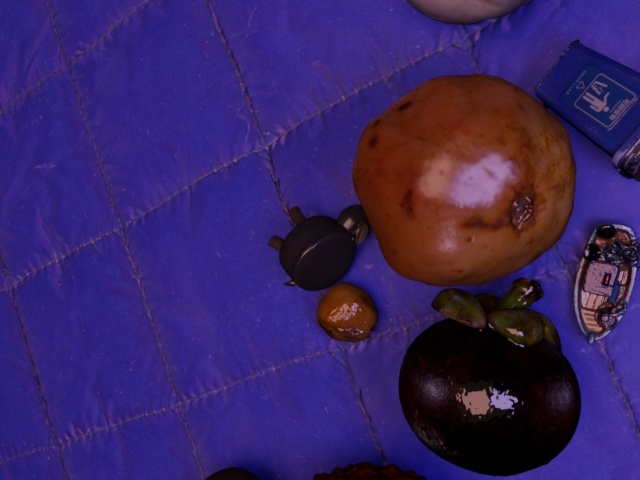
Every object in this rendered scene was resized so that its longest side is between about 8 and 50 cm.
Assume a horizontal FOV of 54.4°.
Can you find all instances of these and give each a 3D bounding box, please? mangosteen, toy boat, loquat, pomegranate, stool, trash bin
[{"bbox_3d":[0.297,0.253,1.109,0.330,0.330,0.330,1,93,26],"label":"mangosteen"},{"bbox_3d":[0.509,0.079,1.116,0.100,0.097,0.223,12,97,28],"label":"toy boat"},{"bbox_3d":[0.060,0.157,1.339,0.137,0.113,0.137,-1,79,4],"label":"loquat"},{"bbox_3d":[0.241,-0.112,1.105,0.410,0.410,0.410,1,93,26],"label":"pomegranate"},{"bbox_3d":[0.002,0.006,1.351,0.139,0.228,0.153,47,155,38],"label":"stool"},{"bbox_3d":[0.508,-0.225,1.076,0.234,0.184,0.162,46,110,29],"label":"trash bin"}]

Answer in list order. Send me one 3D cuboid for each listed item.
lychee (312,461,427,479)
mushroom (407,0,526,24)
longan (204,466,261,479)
[{"bbox_3d":[0.123,0.642,1.164,0.500,0.424,0.424,12,98,10],"label":"lychee"},{"bbox_3d":[0.281,-0.558,1.094,0.315,0.315,0.356,48,113,17],"label":"mushroom"},{"bbox_3d":[-0.210,0.699,1.408,0.288,0.288,0.350,-4,79,26],"label":"longan"}]
